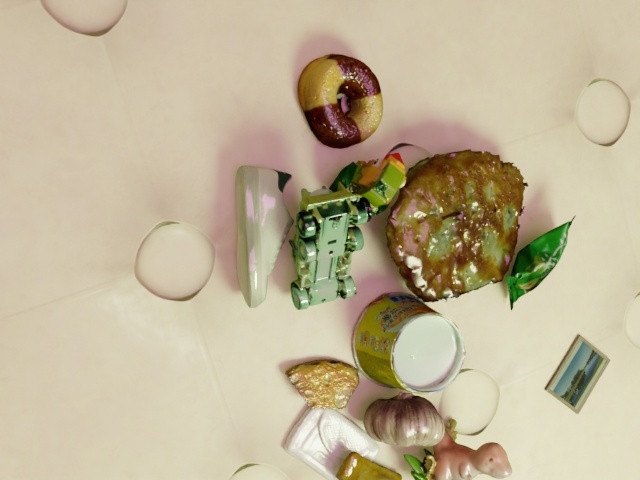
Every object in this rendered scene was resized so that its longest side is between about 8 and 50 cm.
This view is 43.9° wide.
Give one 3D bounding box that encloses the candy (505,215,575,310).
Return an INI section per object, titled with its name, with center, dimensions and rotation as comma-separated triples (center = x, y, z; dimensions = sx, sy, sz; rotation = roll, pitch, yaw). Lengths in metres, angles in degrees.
[candy]
center = 0.455, 0.041, 1.671
dimensions = 0.203, 0.141, 0.078
rotation = -42, 78, -16

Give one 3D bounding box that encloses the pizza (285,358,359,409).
[pizza]
center = 0.006, 0.284, 1.570
dimensions = 0.160, 0.036, 0.099
rotation = 2, 80, -21

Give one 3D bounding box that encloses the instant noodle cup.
[instant noodle cup]
center = 0.178, 0.212, 1.569
dimensions = 0.205, 0.153, 0.205
rotation = -2, 96, -18

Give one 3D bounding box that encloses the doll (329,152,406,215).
[doll]
center = 0.086, -0.095, 1.502
dimensions = 0.106, 0.186, 0.134
rotation = 38, 53, -18

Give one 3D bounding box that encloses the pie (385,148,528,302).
[pie]
center = 0.268, -0.036, 1.589
dimensions = 0.355, 0.103, 0.288
rotation = -17, 103, -29

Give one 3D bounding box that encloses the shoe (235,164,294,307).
[shoe]
center = -0.097, -0.009, 1.482
dimensions = 0.110, 0.095, 0.265
rotation = -4, 94, -21

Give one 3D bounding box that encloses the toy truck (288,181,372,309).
[toy truck]
center = 0.001, 0.004, 1.478
dimensions = 0.128, 0.135, 0.259
rotation = -13, 131, -20

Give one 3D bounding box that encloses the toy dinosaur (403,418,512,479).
[toy dinosaur]
center = 0.268, 0.438, 1.591
dimensions = 0.152, 0.194, 0.177
rotation = 6, 123, -39

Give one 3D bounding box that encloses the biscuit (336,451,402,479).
[biscuit]
center = 0.074, 0.525, 1.594
dimensions = 0.174, 0.039, 0.183
rotation = 33, 83, -40

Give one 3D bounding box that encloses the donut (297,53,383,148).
[donut]
center = 0.046, -0.269, 1.524
dimensions = 0.166, 0.073, 0.184
rotation = -14, 101, -21

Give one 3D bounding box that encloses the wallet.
[wallet]
center = 0.026, 0.413, 1.593
dimensions = 0.183, 0.032, 0.124
rotation = 40, 83, -19

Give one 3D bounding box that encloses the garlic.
[garlic]
center = 0.163, 0.351, 1.572
dimensions = 0.147, 0.159, 0.102
rotation = -1, 89, -46

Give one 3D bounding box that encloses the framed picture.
[framed picture]
center = 0.582, 0.303, 1.795
dimensions = 0.109, 0.011, 0.149
rotation = 36, 82, -19
